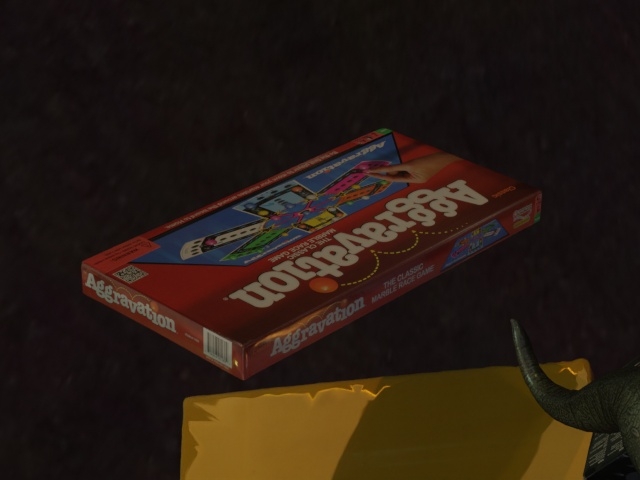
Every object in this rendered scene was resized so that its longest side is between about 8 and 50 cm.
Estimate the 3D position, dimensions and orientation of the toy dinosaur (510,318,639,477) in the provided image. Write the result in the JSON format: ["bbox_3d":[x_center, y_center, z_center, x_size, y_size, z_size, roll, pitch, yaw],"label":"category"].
[{"bbox_3d":[0.199,0.107,0.825,0.121,0.160,0.313,-43,61,7],"label":"toy dinosaur"}]

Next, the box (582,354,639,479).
[{"bbox_3d":[0.274,0.125,1.262,0.147,0.077,0.180,19,158,-6],"label":"box"}]

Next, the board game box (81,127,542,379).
[{"bbox_3d":[0.000,0.000,1.248,0.145,0.281,0.027,26,127,36],"label":"board game box"}]

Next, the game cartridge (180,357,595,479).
[{"bbox_3d":[0.056,0.232,1.368,0.324,0.285,0.052,-6,152,11],"label":"game cartridge"}]
